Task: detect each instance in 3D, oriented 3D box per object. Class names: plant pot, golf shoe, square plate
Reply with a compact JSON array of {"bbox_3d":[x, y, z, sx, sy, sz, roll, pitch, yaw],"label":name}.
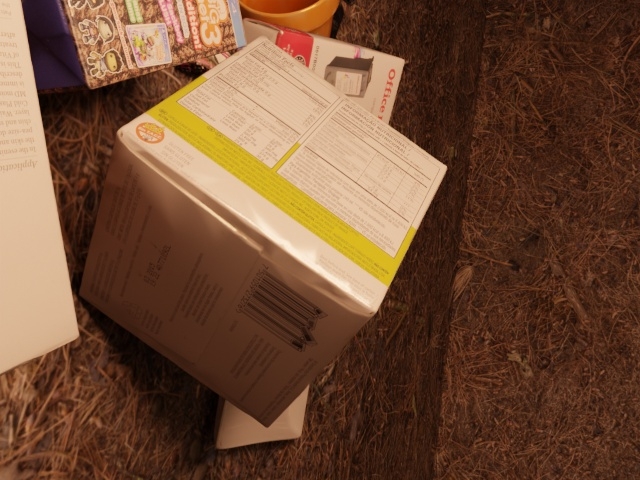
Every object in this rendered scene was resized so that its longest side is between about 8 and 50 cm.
[{"bbox_3d":[-0.057,-0.449,1.170,0.188,0.205,0.205,77,26,-62],"label":"plant pot"},{"bbox_3d":[-0.181,-0.324,1.049,0.186,0.067,0.086,13,79,-63],"label":"golf shoe"},{"bbox_3d":[-0.111,0.260,1.268,0.347,0.049,0.344,29,66,-61],"label":"square plate"}]

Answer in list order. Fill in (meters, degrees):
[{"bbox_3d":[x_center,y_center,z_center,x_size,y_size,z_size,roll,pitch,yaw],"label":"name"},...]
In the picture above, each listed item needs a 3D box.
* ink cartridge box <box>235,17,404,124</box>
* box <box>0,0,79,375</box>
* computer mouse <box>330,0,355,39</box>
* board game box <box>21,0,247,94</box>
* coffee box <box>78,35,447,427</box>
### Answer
[{"bbox_3d":[-0.011,-0.263,1.087,0.306,0.131,0.226,-3,116,-40],"label":"ink cartridge box"},{"bbox_3d":[-0.375,-0.055,0.509,0.168,0.215,0.345,-28,118,-61],"label":"box"},{"bbox_3d":[-0.002,-0.494,1.344,0.188,0.072,0.272,-6,118,-76],"label":"computer mouse"},{"bbox_3d":[-0.269,-0.267,0.689,0.291,0.232,0.141,-46,132,-55],"label":"board game box"},{"bbox_3d":[-0.080,-0.015,0.838,0.337,0.338,0.334,-54,-179,44],"label":"coffee box"}]
